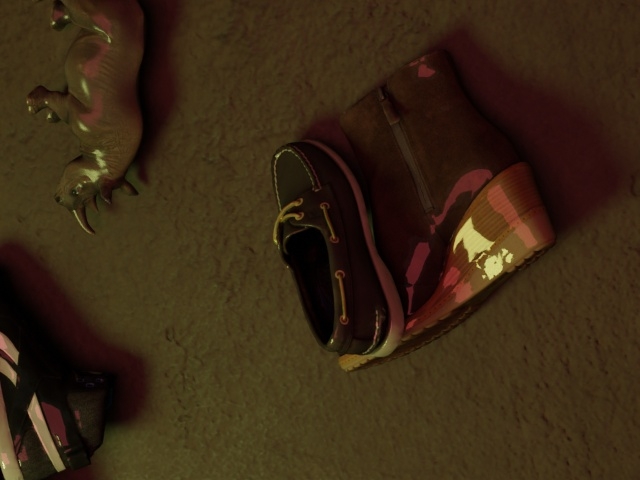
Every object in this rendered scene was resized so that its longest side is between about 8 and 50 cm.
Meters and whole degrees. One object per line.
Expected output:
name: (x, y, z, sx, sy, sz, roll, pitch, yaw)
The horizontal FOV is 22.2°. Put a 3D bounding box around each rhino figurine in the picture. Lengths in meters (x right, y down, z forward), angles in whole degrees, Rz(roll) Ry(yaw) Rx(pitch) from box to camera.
rhino figurine: (-0.211, -0.123, 1.509, 0.106, 0.073, 0.243, 6, 102, 18)

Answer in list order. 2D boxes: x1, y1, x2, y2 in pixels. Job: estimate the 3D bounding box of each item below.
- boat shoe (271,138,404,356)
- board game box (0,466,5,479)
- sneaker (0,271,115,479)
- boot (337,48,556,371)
boat shoe: (0.000, 0.000, 1.417, 0.081, 0.068, 0.228, -54, 48, 39)
board game box: (-0.454, 0.307, 1.534, 0.347, 0.078, 0.233, -33, 112, -6)
sneaker: (-0.263, 0.119, 1.570, 0.121, 0.079, 0.217, -12, 79, -8)
boot: (0.073, -0.022, 1.453, 0.248, 0.090, 0.207, -38, 73, 23)
